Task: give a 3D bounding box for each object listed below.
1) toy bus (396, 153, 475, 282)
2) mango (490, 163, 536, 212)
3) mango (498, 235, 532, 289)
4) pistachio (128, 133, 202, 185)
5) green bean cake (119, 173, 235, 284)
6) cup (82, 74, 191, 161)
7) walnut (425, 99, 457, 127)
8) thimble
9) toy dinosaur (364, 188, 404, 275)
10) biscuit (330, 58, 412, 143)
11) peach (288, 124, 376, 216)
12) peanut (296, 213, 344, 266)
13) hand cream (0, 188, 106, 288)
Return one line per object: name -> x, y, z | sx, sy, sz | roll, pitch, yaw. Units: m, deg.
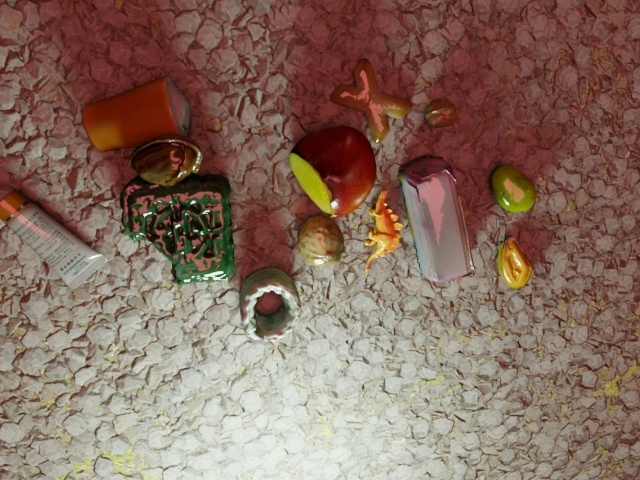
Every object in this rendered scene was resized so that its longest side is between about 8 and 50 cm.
toy bus -> 0.362, -0.064, 1.697 | 0.171, 0.162, 0.386 | -17, 105, -4
mango -> 0.603, -0.160, 1.757 | 0.163, 0.089, 0.117 | 38, 103, -4
mango -> 0.633, 0.075, 1.827 | 0.101, 0.066, 0.187 | -18, 101, 4
pistachio -> -0.401, -0.203, 1.438 | 0.210, 0.165, 0.130 | -7, 62, 23
green bean cake -> -0.399, -0.029, 1.576 | 0.300, 0.169, 0.307 | -3, 106, -9
cup -> -0.479, -0.311, 1.505 | 0.264, 0.182, 0.226 | -13, 126, 1
walnut -> 0.359, -0.378, 1.664 | 0.096, 0.082, 0.079 | -6, 76, -7
thimble -> -0.160, 0.198, 1.682 | 0.185, 0.149, 0.211 | 39, 95, -18
toy dinosaur -> 0.200, -0.020, 1.731 | 0.117, 0.070, 0.288 | 0, 108, -10
biscuit -> 0.151, -0.408, 1.636 | 0.208, 0.047, 0.164 | 40, 95, -16
peach -> 0.042, -0.200, 1.553 | 0.249, 0.274, 0.245 | 33, 100, -21
peanut -> 0.000, 0.000, 1.681 | 0.141, 0.109, 0.159 | -7, 92, -19
hand cream -> -0.760, -0.008, 1.564 | 0.140, 0.089, 0.314 | -38, 111, 2
